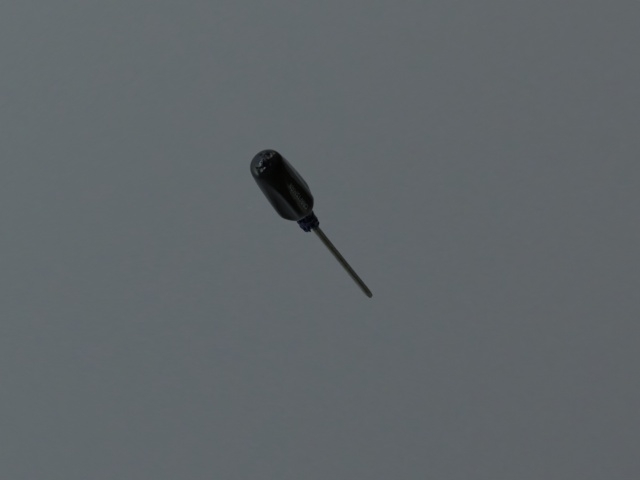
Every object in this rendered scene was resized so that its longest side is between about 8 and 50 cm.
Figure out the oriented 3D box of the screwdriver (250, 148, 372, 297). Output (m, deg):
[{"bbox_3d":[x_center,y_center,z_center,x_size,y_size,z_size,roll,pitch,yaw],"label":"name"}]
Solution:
[{"bbox_3d":[0.000,0.000,0.778,0.170,0.024,0.025,56,-144,-51],"label":"screwdriver"}]
